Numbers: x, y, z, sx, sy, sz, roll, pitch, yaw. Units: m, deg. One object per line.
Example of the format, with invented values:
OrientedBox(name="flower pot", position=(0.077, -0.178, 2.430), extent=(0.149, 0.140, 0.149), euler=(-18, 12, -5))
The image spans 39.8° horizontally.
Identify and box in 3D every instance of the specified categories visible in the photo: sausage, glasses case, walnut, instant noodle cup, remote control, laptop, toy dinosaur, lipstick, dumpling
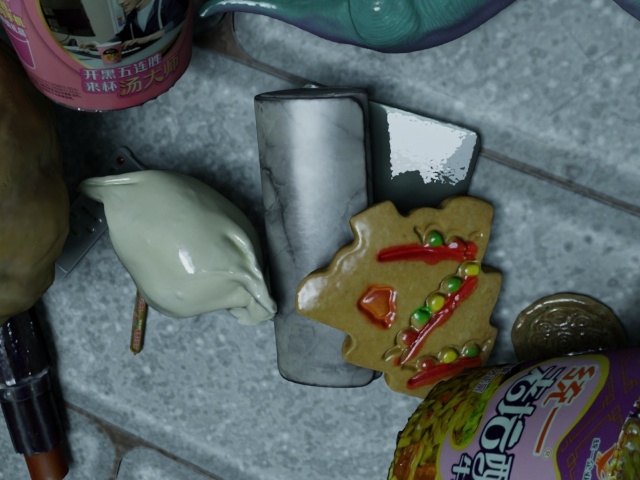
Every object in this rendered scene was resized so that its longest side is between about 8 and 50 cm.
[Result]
OrientedBox(name="sausage", position=(-0.213, 0.092, 1.037), extent=(0.015, 0.015, 0.100), euler=(17, 112, 14))
OrientedBox(name="glasses case", position=(0.000, 0.000, 0.885), extent=(0.114, 0.060, 0.299), euler=(0, 108, 15))
OrientedBox(name="walnut", position=(-0.421, -0.055, 0.875), extent=(0.381, 0.381, 0.381), euler=(6, 109, 18))
OrientedBox(name="instant noodle cup", position=(0.227, 0.232, 0.739), extent=(0.266, 0.340, 0.339), euler=(-7, 107, 52))
OrientedBox(name="remote control", position=(-0.262, -0.030, 1.011), extent=(0.050, 0.027, 0.184), euler=(44, 112, -2))
OrientedBox(name="laptop", position=(0.043, -0.011, 0.910), extent=(0.188, 0.015, 0.269), euler=(18, 112, 13))
OrientedBox(name="toy dinosaur", position=(0.128, -0.191, 0.786), extent=(0.383, 0.129, 0.331), euler=(-34, 102, 27))
OrientedBox(name="lipstick", position=(-0.367, 0.169, 1.083), extent=(0.081, 0.081, 0.299), euler=(-3, 109, 21))
OrientedBox(name="dumpling", position=(-0.142, 0.010, 0.916), extent=(0.250, 0.162, 0.132), euler=(31, 71, 16))
OrientedBox(name="instant noodle cup", position=(-0.202, -0.253, 0.764), extent=(0.244, 0.244, 0.255), euler=(22, 145, 12))

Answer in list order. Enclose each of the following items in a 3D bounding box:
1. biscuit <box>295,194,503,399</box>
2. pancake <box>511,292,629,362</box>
OrientedBox(name="biscuit", position=(0.097, 0.068, 0.862), extent=(0.212, 0.041, 0.238), euler=(-29, 110, -5))
OrientedBox(name="pancake", position=(0.247, 0.104, 0.877), extent=(0.115, 0.011, 0.115), euler=(7, 110, 20))
